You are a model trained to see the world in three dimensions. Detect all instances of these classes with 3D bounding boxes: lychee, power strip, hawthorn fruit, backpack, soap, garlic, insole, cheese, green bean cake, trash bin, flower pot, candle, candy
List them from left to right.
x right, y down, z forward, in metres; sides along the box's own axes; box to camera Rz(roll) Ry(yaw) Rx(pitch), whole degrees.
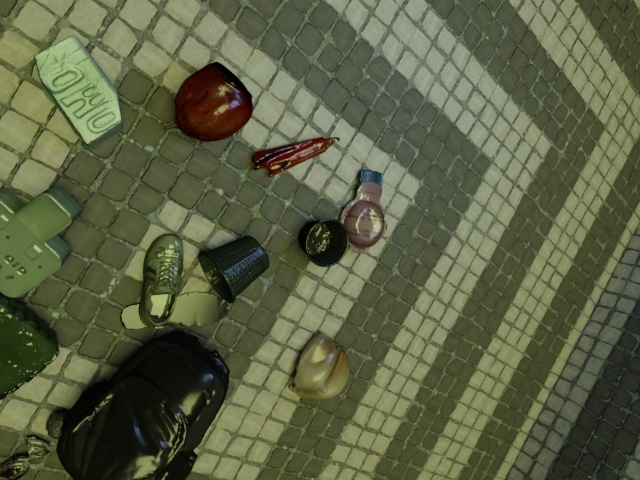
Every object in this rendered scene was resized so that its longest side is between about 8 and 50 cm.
[{"bbox_3d":[-0.797,0.266,1.085,0.222,0.125,0.227,-38,117,-17],"label":"green bean cake"},{"bbox_3d":[-0.838,0.619,1.181,0.226,0.051,0.094,-38,112,-15],"label":"candy"},{"bbox_3d":[-0.715,-0.028,1.078,0.261,0.141,0.229,-36,114,0],"label":"power strip"},{"bbox_3d":[-0.713,0.508,1.214,0.067,0.068,0.083,-34,118,-62],"label":"lychee"},{"bbox_3d":[-0.578,-0.352,1.079,0.145,0.091,0.230,-39,114,-14],"label":"soap"},{"bbox_3d":[-0.452,0.465,1.210,0.363,0.255,0.446,38,72,8],"label":"backpack"},{"bbox_3d":[-0.428,0.214,1.318,0.309,0.012,0.110,-6,101,-25],"label":"insole"},{"bbox_3d":[-0.299,-0.348,1.166,0.251,0.189,0.189,-36,114,-11],"label":"hawthorn fruit"},{"bbox_3d":[-0.247,0.069,1.305,0.161,0.175,0.175,-35,115,-30],"label":"trash bin"},{"bbox_3d":[-0.071,-0.274,1.367,0.301,0.059,0.084,-25,120,-20],"label":"candle"},{"bbox_3d":[0.000,0.000,1.434,0.157,0.107,0.157,-6,103,-29],"label":"flower pot"},{"bbox_3d":[0.006,0.463,1.538,0.228,0.110,0.217,-51,121,-9],"label":"garlic"},{"bbox_3d":[0.156,-0.096,1.509,0.188,0.074,0.286,6,95,-28],"label":"cheese"}]

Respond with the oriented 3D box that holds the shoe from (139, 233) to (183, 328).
[{"bbox_3d":[-0.441,0.117,1.241,0.103,0.098,0.275,7,92,-30],"label":"shoe"}]
